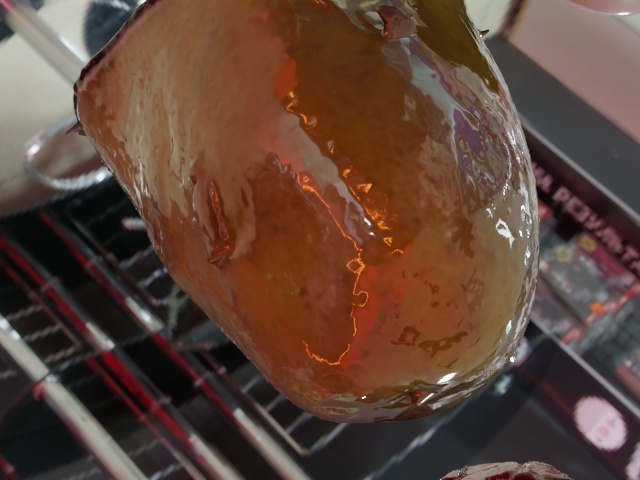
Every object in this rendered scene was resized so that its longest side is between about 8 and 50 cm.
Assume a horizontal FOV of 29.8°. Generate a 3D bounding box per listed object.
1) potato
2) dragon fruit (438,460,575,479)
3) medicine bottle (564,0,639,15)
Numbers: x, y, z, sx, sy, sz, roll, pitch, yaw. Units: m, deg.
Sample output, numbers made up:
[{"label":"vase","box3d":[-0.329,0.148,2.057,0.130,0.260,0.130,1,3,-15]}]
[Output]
[{"label":"potato","box3d":[0.000,0.000,0.808,0.290,0.296,0.397,-10,158,-18]},{"label":"dragon fruit","box3d":[0.168,0.334,1.263,0.205,0.152,0.317,127,-19,-49]},{"label":"medicine bottle","box3d":[0.268,-0.327,0.978,0.133,0.133,0.274,-32,151,-31]}]
